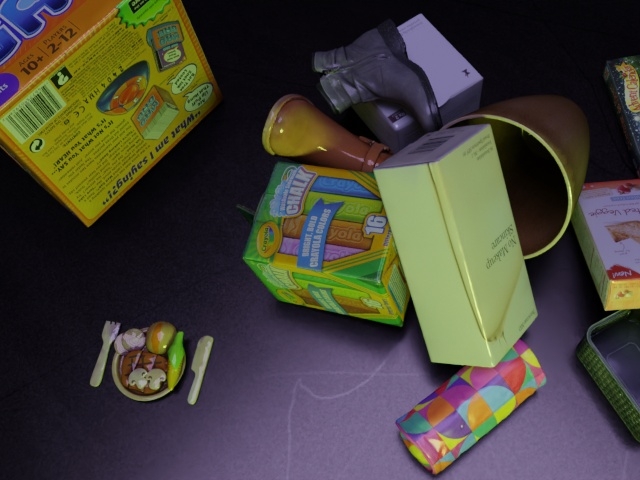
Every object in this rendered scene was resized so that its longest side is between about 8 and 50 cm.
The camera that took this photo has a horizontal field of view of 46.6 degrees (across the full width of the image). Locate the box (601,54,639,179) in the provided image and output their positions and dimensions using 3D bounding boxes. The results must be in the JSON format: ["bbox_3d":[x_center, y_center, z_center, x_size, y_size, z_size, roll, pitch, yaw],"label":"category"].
[{"bbox_3d":[0.599,-0.219,1.279,0.159,0.044,0.233,-9,65,3],"label":"box"}]

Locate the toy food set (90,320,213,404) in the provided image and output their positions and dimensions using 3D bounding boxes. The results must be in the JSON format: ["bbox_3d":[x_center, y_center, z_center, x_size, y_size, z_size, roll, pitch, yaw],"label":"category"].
[{"bbox_3d":[-0.282,0.193,1.210,0.192,0.038,0.132,6,67,10],"label":"toy food set"}]

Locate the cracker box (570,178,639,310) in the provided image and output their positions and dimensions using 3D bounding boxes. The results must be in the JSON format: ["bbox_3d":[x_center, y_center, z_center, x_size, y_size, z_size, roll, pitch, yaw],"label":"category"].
[{"bbox_3d":[0.486,-0.001,1.136,0.156,0.067,0.232,-5,41,5],"label":"cracker box"}]

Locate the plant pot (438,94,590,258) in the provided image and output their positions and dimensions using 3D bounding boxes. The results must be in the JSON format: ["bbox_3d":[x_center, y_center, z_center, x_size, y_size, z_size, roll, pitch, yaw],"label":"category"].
[{"bbox_3d":[0.326,-0.132,1.175,0.237,0.237,0.254,33,46,20],"label":"plant pot"}]

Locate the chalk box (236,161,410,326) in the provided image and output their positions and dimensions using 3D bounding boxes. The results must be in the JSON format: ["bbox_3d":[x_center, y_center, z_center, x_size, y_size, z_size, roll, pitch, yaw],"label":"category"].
[{"bbox_3d":[0.000,0.000,1.174,0.289,0.180,0.179,8,67,23],"label":"chalk box"}]

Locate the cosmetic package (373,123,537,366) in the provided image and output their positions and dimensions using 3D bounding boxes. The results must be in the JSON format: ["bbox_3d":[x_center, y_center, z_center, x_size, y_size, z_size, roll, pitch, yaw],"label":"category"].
[{"bbox_3d":[0.199,0.007,1.066,0.113,0.309,0.160,-3,24,43],"label":"cosmetic package"}]

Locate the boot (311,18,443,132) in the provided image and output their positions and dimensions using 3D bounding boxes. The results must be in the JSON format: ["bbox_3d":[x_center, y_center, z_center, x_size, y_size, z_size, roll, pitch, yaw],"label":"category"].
[{"bbox_3d":[0.089,-0.240,1.215,0.161,0.083,0.246,-26,59,4],"label":"boot"}]

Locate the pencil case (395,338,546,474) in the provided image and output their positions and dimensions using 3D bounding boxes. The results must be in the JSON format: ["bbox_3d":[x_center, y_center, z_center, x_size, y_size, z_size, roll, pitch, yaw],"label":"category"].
[{"bbox_3d":[0.223,0.237,1.096,0.236,0.104,0.104,-36,66,-11],"label":"pencil case"}]

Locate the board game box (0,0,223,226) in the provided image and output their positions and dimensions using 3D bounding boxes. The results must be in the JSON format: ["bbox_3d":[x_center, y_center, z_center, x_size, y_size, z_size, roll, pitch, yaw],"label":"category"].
[{"bbox_3d":[-0.451,-0.317,1.287,0.356,0.356,0.356,38,76,22],"label":"board game box"}]

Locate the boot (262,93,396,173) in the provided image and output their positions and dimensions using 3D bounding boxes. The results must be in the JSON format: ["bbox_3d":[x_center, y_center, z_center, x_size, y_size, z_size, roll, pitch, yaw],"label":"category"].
[{"bbox_3d":[0.047,-0.127,1.186,0.220,0.283,0.109,29,89,25],"label":"boot"}]

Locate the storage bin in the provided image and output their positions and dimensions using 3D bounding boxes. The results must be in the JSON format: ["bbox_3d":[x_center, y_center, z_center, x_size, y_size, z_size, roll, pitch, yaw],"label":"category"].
[{"bbox_3d":[0.477,0.191,1.088,0.122,0.084,0.180,-28,65,-5],"label":"storage bin"}]

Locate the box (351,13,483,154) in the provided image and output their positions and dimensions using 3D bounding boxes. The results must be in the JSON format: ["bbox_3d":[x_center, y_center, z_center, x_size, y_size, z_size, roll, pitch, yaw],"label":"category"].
[{"bbox_3d":[0.159,-0.268,1.318,0.181,0.119,0.182,-32,66,-8],"label":"box"}]
